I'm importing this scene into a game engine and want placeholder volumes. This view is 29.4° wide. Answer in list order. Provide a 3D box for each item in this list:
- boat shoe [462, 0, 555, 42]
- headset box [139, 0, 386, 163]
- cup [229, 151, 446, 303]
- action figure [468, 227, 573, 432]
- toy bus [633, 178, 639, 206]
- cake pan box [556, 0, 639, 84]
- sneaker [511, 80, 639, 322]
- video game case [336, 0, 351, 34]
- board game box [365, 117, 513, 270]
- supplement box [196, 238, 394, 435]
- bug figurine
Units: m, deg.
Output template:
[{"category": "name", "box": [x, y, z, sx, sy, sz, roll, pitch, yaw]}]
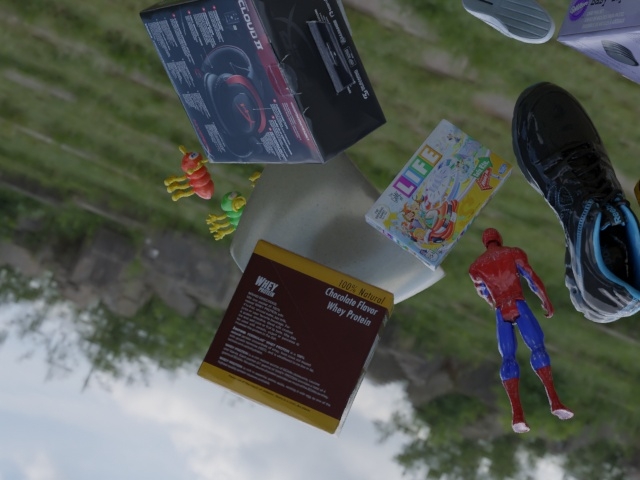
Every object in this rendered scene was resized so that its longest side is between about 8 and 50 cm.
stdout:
[{"category": "boat shoe", "box": [0.386, -0.448, 2.426, 0.226, 0.083, 0.076, 39, -170, 37]}, {"category": "headset box", "box": [-0.064, -0.208, 1.446, 0.293, 0.110, 0.218, 5, 124, 56]}, {"category": "cup", "box": [0.000, 0.000, 1.896, 0.331, 0.237, 0.331, 50, -178, -3]}, {"category": "action figure", "box": [0.266, 0.118, 1.610, 0.091, 0.280, 0.139, -20, 152, 17]}, {"category": "toy bus", "box": [0.578, 0.008, 1.617, 0.333, 0.130, 0.108, 37, -155, -22]}, {"category": "cake pan box", "box": [0.423, -0.192, 1.278, 0.267, 0.070, 0.246, 22, 178, -20]}, {"category": "sneaker", "box": [0.364, -0.062, 1.628, 0.125, 0.340, 0.139, -20, 176, -12]}, {"category": "video game case", "box": [0.008, -0.264, 1.711, 0.023, 0.201, 0.183, 0, 154, 15]}, {"category": "board game box", "box": [0.140, -0.055, 1.443, 0.103, 0.154, 0.026, 36, 171, 13]}, {"category": "supplement box", "box": [-0.027, 0.131, 1.592, 0.191, 0.194, 0.129, 22, 170, 8]}, {"category": "bug figurine", "box": [-0.130, -0.132, 2.098, 0.072, 0.279, 0.216, 12, 139, 43]}]
